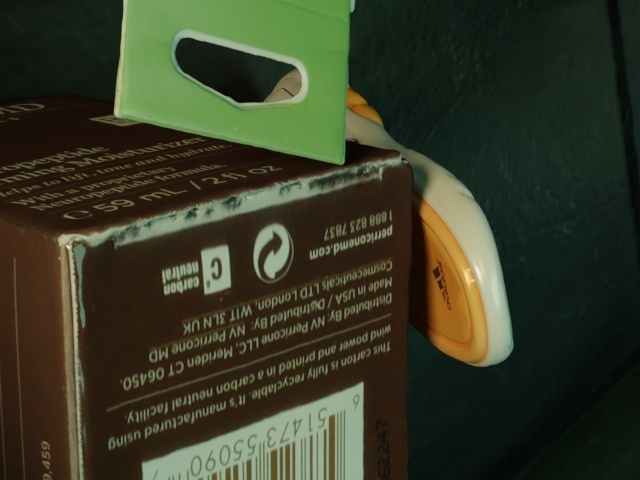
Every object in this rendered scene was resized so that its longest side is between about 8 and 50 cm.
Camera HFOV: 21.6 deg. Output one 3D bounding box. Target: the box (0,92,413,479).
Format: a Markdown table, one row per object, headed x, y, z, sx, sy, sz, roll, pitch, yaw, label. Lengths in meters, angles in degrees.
| x | y | z | sx | sy | sz | roll | pitch | yaw | label |
| --- | --- | --- | --- | --- | --- | --- | --- | --- | --- |
| -0.092 | 0.044 | 0.655 | 0.168 | 0.203 | 0.167 | -16 | 112 | -45 | box |

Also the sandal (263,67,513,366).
| x | y | z | sx | sy | sz | roll | pitch | yaw | label |
| --- | --- | --- | --- | --- | --- | --- | --- | --- | --- |
| -0.002 | -0.010 | 0.730 | 0.076 | 0.265 | 0.102 | -16 | 109 | -14 | sandal |

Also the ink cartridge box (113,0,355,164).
| x | y | z | sx | sy | sz | roll | pitch | yaw | label |
| --- | --- | --- | --- | --- | --- | --- | --- | --- | --- |
| -0.041 | -0.135 | 0.589 | 0.109 | 0.062 | 0.209 | 10 | 81 | -47 | ink cartridge box |
